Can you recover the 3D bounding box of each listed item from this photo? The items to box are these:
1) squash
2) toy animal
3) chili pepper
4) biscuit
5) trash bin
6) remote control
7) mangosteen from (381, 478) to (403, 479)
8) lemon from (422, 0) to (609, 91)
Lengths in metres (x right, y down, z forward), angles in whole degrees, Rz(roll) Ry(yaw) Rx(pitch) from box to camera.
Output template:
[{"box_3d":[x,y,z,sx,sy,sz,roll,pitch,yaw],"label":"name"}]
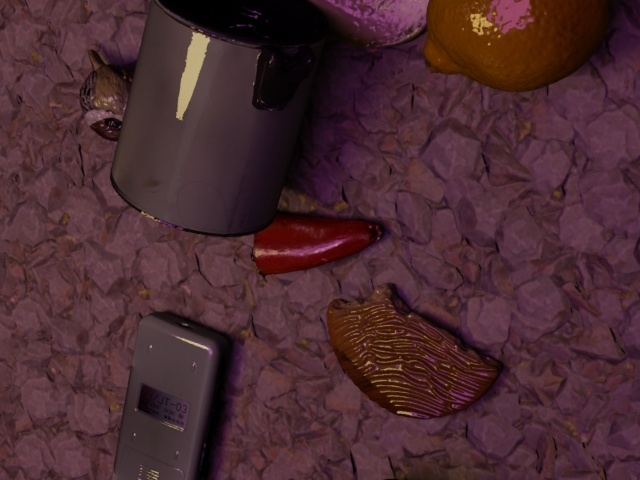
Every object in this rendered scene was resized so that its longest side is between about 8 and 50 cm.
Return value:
[{"box_3d":[0.063,-0.343,1.828,0.219,0.041,0.219,6,103,26],"label":"squash"},{"box_3d":[-0.285,-0.191,2.012,0.137,0.098,0.098,40,116,30],"label":"toy animal"},{"box_3d":[0.001,-0.003,1.922,0.169,0.065,0.088,-4,72,21],"label":"chili pepper"},{"box_3d":[0.116,0.141,1.899,0.229,0.031,0.176,-5,99,29],"label":"biscuit"},{"box_3d":[-0.127,-0.171,1.839,0.277,0.217,0.262,50,131,47],"label":"trash bin"},{"box_3d":[-0.208,0.253,2.075,0.140,0.056,0.296,20,109,25],"label":"remote control"},{"box_3d":[0.117,0.445,1.830,0.307,0.307,0.347,23,80,22],"label":"mangosteen"},{"box_3d":[0.220,-0.256,1.682,0.244,0.187,0.187,-23,89,32],"label":"lemon"}]
